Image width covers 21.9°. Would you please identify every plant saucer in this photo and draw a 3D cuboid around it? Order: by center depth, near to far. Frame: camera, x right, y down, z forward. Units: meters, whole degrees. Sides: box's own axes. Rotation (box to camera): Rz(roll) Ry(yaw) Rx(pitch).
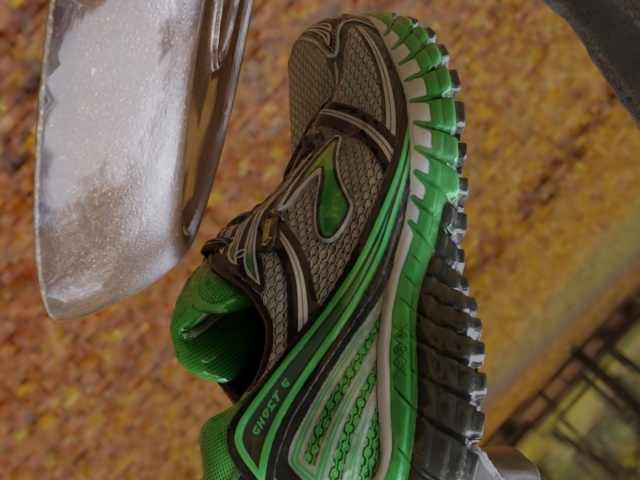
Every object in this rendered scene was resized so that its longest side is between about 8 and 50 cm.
[{"bbox_3d":[-0.055,-0.115,0.670,0.310,0.050,0.310,-169,-90,-90],"label":"plant saucer"}]

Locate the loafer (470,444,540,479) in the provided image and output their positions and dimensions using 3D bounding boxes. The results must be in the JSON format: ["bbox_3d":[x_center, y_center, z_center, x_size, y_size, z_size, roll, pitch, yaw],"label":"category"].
[{"bbox_3d":[0.100,0.164,1.091,0.078,0.080,0.220,-65,152,-20],"label":"loafer"}]

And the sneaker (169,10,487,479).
[{"bbox_3d":[0.000,0.000,0.848,0.343,0.146,0.134,-90,-174,-45],"label":"sneaker"}]

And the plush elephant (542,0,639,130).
[{"bbox_3d":[0.281,-0.073,0.643,0.255,0.330,0.272,-18,171,-34],"label":"plush elephant"}]
